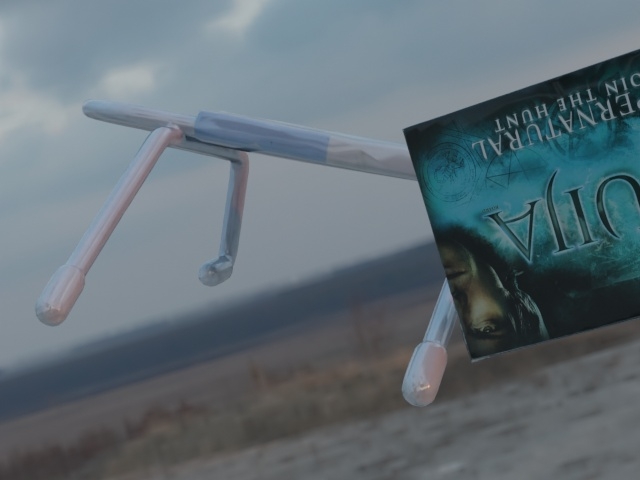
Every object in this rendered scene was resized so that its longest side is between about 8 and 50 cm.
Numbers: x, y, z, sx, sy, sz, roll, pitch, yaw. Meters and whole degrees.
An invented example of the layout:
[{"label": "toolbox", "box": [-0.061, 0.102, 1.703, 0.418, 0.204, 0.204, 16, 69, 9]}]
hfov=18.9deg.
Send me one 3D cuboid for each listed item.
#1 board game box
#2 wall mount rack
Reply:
[{"label": "board game box", "box": [0.140, -0.022, 0.932, 0.186, 0.126, 0.026, -18, -3, 31]}, {"label": "wall mount rack", "box": [0.000, 0.000, 1.116, 0.350, 0.130, 0.304, 10, 3, 14]}]
